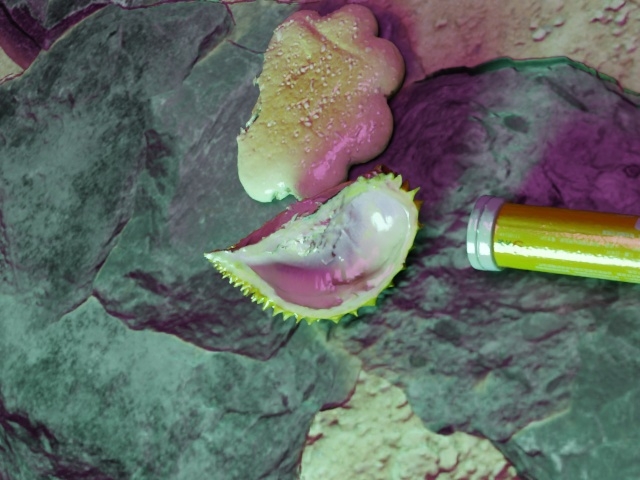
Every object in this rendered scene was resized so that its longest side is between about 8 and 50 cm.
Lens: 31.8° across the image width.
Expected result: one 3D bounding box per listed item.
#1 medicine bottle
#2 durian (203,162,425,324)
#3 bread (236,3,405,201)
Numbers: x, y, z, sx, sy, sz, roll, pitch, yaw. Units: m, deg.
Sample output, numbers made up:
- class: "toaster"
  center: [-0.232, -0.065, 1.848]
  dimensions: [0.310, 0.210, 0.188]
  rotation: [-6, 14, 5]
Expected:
- class: "medicine bottle"
  center: [0.247, 0.003, 1.029]
  dimensions: [0.218, 0.074, 0.073]
  rotation: [7, 72, 30]
- class: "durian"
  center: [-0.001, 0.002, 1.133]
  dimensions: [0.165, 0.132, 0.182]
  rotation: [29, 73, 24]
- class: "bread"
  center: [0.003, -0.159, 1.260]
  dimensions: [0.182, 0.039, 0.250]
  rotation: [3, 69, 31]
